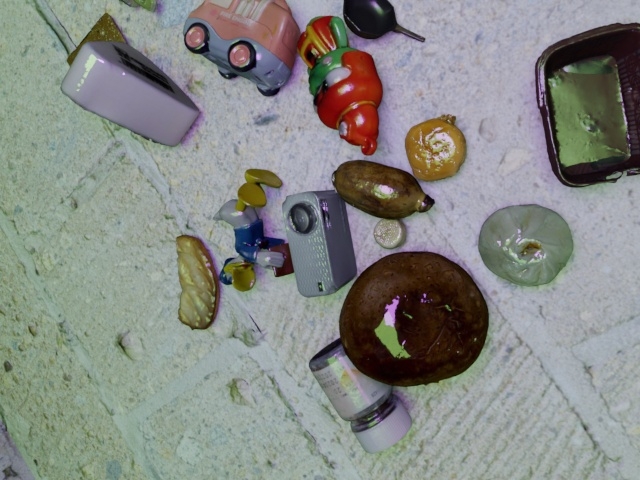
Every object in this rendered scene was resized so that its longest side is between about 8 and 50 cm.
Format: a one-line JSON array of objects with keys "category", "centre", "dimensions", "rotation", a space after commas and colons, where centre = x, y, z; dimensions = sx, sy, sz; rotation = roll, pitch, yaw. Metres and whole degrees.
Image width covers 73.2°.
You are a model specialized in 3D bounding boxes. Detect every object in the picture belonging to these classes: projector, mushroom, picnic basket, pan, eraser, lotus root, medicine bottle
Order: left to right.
[{"category": "eraser", "centre": [-0.539, -0.420, 1.179], "dimensions": [0.331, 0.331, 0.150], "rotation": [45, 110, 10]}, {"category": "projector", "centre": [0.000, 0.000, 1.092], "dimensions": [0.108, 0.198, 0.250], "rotation": [-8, 95, 21]}, {"category": "medicine bottle", "centre": [0.104, 0.392, 1.129], "dimensions": [0.165, 0.165, 0.273], "rotation": [-36, 84, 22]}, {"category": "pan", "centre": [0.136, -0.509, 1.030], "dimensions": [0.128, 0.048, 0.202], "rotation": [-43, 91, -19]}, {"category": "lotus root", "centre": [0.151, -0.120, 1.043], "dimensions": [0.261, 0.145, 0.128], "rotation": [18, 92, 22]}, {"category": "mushroom", "centre": [0.221, 0.182, 1.022], "dimensions": [0.346, 0.239, 0.344], "rotation": [4, 79, -19]}, {"category": "picnic basket", "centre": [0.562, -0.265, 0.877], "dimensions": [0.223, 0.129, 0.296], "rotation": [-11, 95, 20]}]

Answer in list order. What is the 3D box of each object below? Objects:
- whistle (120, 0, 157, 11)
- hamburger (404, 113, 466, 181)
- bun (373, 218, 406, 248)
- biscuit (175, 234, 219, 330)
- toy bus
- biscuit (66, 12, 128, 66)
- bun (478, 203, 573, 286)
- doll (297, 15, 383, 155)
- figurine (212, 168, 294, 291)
[{"category": "whistle", "centre": [-0.567, -0.744, 1.261], "dimensions": [0.227, 0.085, 0.105], "rotation": [41, 119, 11]}, {"category": "hamburger", "centre": [0.273, -0.216, 1.020], "dimensions": [0.138, 0.083, 0.147], "rotation": [-13, 97, 22]}, {"category": "bun", "centre": [0.180, -0.018, 1.100], "dimensions": [0.086, 0.055, 0.086], "rotation": [-3, 83, 26]}, {"category": "biscuit", "centre": [-0.383, 0.133, 1.341], "dimensions": [0.154, 0.045, 0.298], "rotation": [4, 99, 21]}, {"category": "toy bus", "centre": [-0.188, -0.526, 1.098], "dimensions": [0.288, 0.194, 0.232], "rotation": [29, 99, 15]}, {"category": "biscuit", "centre": [-0.710, -0.597, 1.369], "dimensions": [0.231, 0.025, 0.131], "rotation": [-33, 87, 21]}, {"category": "bun", "centre": [0.455, 0.009, 0.966], "dimensions": [0.196, 0.118, 0.195], "rotation": [4, 100, 24]}, {"category": "doll", "centre": [0.060, -0.359, 1.025], "dimensions": [0.183, 0.160, 0.362], "rotation": [-42, 61, 53]}, {"category": "figurine", "centre": [-0.179, 0.016, 1.210], "dimensions": [0.284, 0.204, 0.338], "rotation": [38, 121, 4]}]
